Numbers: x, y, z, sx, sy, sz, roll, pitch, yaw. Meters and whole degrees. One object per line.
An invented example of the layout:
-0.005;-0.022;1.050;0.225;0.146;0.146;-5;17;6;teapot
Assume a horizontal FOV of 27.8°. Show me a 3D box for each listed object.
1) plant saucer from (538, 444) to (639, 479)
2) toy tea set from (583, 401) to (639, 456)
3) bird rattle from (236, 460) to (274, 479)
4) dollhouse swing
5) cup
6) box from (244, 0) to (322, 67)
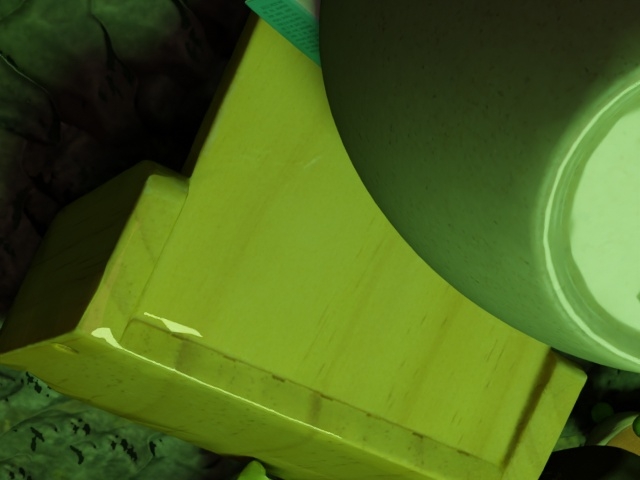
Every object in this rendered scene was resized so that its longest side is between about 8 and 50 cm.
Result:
0.169;0.199;0.989;0.199;0.198;0.036;-19;92;7;plant saucer
0.342;0.079;1.041;0.336;0.124;0.200;-37;151;15;toy tea set
-0.097;0.293;1.045;0.253;0.207;0.143;-26;122;27;bird rattle
0.000;0.000;0.950;0.347;0.305;0.315;24;161;-23;dollhouse swing
0.168;-0.067;0.643;0.331;0.237;0.331;-1;118;-2;cup
0.080;-0.112;0.808;0.244;0.060;0.100;39;77;-21;box
